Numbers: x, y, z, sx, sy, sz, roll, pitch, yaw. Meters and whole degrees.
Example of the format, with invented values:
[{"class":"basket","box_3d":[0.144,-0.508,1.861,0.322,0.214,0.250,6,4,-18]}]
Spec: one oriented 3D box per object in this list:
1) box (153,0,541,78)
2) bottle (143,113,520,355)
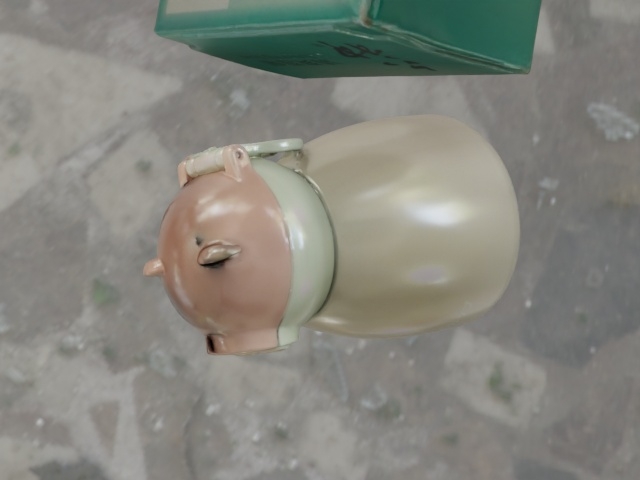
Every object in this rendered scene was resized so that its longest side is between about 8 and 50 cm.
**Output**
[{"class":"box","box_3d":[0.025,-0.194,0.622,0.153,0.092,0.245,9,87,52]},{"class":"bottle","box_3d":[0.000,0.000,0.952,0.147,0.236,0.147,15,110,50]}]
